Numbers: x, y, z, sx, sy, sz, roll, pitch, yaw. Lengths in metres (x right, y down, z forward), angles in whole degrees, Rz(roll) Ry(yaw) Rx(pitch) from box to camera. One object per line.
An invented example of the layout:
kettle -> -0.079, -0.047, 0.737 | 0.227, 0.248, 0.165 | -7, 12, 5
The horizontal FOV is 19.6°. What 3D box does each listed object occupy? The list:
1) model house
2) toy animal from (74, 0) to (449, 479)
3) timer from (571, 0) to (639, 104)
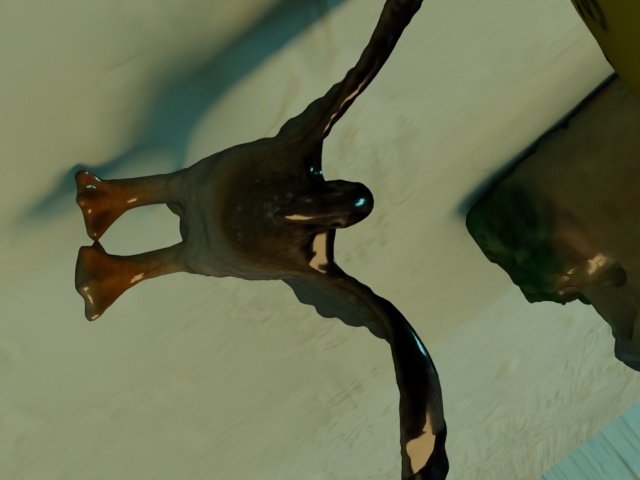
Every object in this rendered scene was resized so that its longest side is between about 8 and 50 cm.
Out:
model house -> 0.352, 0.023, 1.225 | 0.334, 0.342, 0.382 | -42, 165, 8
toy animal -> -0.016, 0.002, 0.698 | 0.160, 0.272, 0.197 | -5, -178, 22
timer -> 0.213, -0.161, 0.480 | 0.376, 0.376, 0.387 | -45, -153, 23
